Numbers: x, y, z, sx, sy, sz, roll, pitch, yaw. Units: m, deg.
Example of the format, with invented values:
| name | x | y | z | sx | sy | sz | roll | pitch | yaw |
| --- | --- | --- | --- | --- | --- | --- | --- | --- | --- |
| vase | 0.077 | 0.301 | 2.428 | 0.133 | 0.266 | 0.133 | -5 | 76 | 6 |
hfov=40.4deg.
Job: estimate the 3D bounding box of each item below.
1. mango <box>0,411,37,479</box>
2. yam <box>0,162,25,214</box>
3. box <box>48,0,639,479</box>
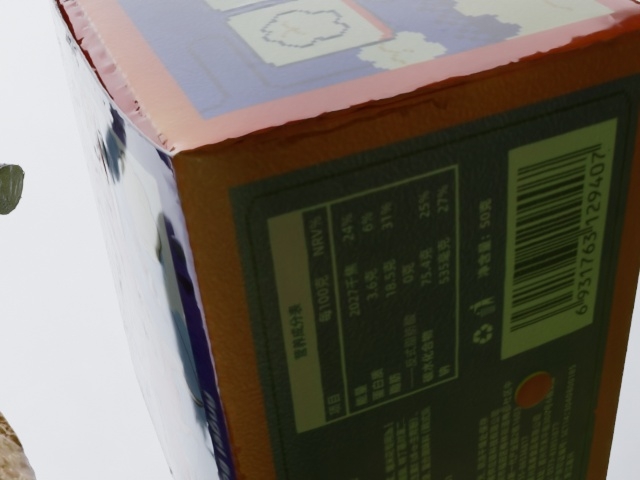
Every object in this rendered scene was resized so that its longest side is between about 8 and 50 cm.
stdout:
| name | x | y | z | sx | sy | sz | roll | pitch | yaw |
| --- | --- | --- | --- | --- | --- | --- | --- | --- | --- |
| mango | -0.296 | 0.214 | 0.622 | 0.199 | 0.350 | 0.201 | -22 | -25 | -14 |
| yam | -0.341 | -0.052 | 0.796 | 0.054 | 0.132 | 0.054 | 5 | -90 | -80 |
| box | 0.000 | 0.000 | 0.559 | 0.256 | 0.318 | 0.349 | -18 | -52 | -17 |
